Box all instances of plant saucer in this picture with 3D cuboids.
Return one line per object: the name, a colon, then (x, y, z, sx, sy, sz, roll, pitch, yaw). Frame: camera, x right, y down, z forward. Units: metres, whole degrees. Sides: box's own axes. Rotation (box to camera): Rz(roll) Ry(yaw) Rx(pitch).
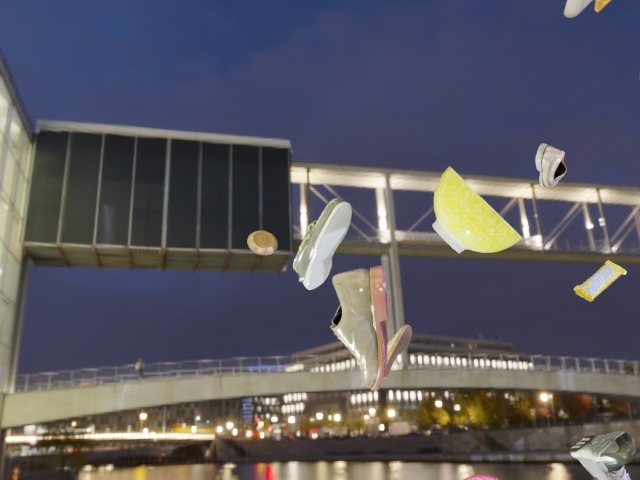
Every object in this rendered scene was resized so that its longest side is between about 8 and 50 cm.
plant saucer: (-0.153, 0.002, 1.583, 0.083, 0.084, 0.015, 4, -41, -17)

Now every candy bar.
candy bar: (0.517, 0.075, 1.093, 0.161, 0.040, 0.018, -22, -40, -40)

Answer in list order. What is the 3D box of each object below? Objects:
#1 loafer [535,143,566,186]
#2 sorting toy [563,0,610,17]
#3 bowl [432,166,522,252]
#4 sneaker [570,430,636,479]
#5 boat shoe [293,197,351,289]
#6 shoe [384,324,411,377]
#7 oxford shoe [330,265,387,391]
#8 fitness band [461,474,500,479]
loafer: (0.366, -0.112, 0.927, 0.039, 0.045, 0.125, 18, -7, 32)
sorting toy: (0.549, -0.539, 1.125, 0.196, 0.047, 0.347, -40, -16, 4)
bowl: (0.415, -0.058, 1.692, 0.156, 0.289, 0.289, -45, -34, 14)
sneaker: (0.620, 0.474, 1.227, 0.086, 0.132, 0.229, -33, -16, -8)
boat shoe: (-0.003, 0.001, 1.634, 0.109, 0.091, 0.305, -17, -39, -40)
shoe: (0.252, 0.383, 2.095, 0.058, 0.219, 0.077, 13, -37, 39)
oxford shoe: (0.089, 0.207, 1.370, 0.130, 0.123, 0.349, -2, -61, 4)
fitness band: (0.391, 0.728, 1.449, 0.208, 0.291, 0.054, 8, -13, 12)
